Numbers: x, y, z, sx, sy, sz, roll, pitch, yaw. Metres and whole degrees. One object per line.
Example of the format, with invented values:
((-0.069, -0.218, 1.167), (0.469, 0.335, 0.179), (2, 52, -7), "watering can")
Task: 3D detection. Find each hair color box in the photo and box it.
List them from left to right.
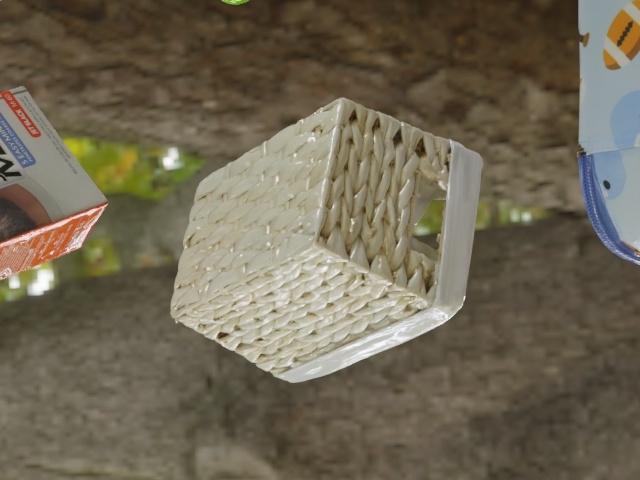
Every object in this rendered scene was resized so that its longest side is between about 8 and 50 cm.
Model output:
((-0.214, -0.018, 1.024), (0.167, 0.053, 0.093), (-25, -109, -40), "hair color box")

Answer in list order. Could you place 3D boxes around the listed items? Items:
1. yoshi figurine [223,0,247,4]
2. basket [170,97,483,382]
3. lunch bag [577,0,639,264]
((-0.114, -0.150, 0.820), (0.203, 0.362, 0.203), (46, -150, -28), "yoshi figurine")
((0.000, 0.000, 1.077), (0.103, 0.167, 0.113), (27, -122, -28), "basket")
((0.262, -0.111, 1.047), (0.243, 0.115, 0.303), (7, -98, -36), "lunch bag")
